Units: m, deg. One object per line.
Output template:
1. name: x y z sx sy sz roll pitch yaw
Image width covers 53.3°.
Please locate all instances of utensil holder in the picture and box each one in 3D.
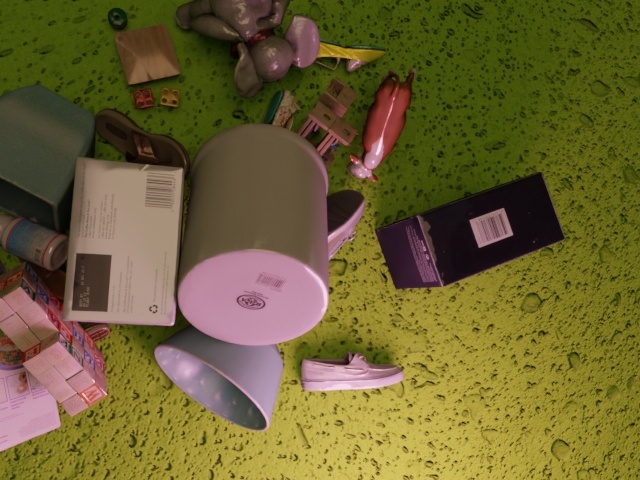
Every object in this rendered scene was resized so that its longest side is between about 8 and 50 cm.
1. utensil holder: -0.140 -0.011 1.396 0.328 0.327 0.385 10 45 -12

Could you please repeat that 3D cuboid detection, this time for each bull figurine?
1. bull figurine: 0.159 -0.298 1.628 0.101 0.310 0.188 21 45 -3

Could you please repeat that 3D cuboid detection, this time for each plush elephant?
1. plush elephant: -0.158 -0.495 1.561 0.272 0.330 0.255 -25 110 -21

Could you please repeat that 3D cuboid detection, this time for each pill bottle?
1. pill bottle: -0.651 0.001 1.428 0.160 0.087 0.087 23 80 6

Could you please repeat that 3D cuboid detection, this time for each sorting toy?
1. sorting toy: -0.429 -0.449 1.590 0.132 0.046 0.274 -17 89 -14

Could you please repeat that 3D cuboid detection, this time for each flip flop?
1. flip flop: -0.431 -0.220 1.511 0.277 0.112 0.080 32 34 7

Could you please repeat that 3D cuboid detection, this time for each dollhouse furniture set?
1. dollhouse furniture set: 0.027 -0.302 1.666 0.129 0.129 0.183 37 49 -8

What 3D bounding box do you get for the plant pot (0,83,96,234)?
1. plant pot: -0.632 -0.195 1.429 0.247 0.248 0.252 30 66 -9

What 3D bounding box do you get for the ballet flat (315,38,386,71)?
1. ballet flat: 0.059 -0.493 1.704 0.231 0.077 0.077 6 105 -10

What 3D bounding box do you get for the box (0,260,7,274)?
1. box: -0.821 -0.015 1.366 0.127 0.231 0.262 -29 92 -14

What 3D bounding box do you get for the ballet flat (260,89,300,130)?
1. ballet flat: -0.123 -0.272 1.633 0.077 0.091 0.241 32 82 -31

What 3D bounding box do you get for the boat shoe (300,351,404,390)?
1. boat shoe: 0.081 0.327 1.626 0.268 0.096 0.088 -2 90 -5

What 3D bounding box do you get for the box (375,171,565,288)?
1. box: 0.362 -0.016 1.605 0.343 0.312 0.178 -19 90 -14

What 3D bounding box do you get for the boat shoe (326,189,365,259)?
1. boat shoe: 0.001 0.002 1.632 0.118 0.103 0.320 29 72 34

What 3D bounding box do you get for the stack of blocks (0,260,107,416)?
1. stack of blocks: -0.580 0.210 1.362 0.087 0.171 0.297 -31 119 -6

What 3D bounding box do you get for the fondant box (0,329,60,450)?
1. fondant box: -0.711 0.280 1.364 0.096 0.238 0.330 -12 88 25

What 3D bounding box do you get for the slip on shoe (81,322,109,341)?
1. slip on shoe: -0.567 0.227 1.505 0.135 0.051 0.041 -28 52 -6

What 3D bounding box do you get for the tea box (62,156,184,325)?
1. tea box: -0.419 0.016 1.410 0.220 0.323 0.328 4 85 -13

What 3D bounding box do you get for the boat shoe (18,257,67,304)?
1. boat shoe: -0.632 0.073 1.483 0.073 0.073 0.207 -37 73 -16

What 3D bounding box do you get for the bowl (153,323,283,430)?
1. bowl: -0.211 0.282 1.475 0.311 0.311 0.163 39 59 -7
